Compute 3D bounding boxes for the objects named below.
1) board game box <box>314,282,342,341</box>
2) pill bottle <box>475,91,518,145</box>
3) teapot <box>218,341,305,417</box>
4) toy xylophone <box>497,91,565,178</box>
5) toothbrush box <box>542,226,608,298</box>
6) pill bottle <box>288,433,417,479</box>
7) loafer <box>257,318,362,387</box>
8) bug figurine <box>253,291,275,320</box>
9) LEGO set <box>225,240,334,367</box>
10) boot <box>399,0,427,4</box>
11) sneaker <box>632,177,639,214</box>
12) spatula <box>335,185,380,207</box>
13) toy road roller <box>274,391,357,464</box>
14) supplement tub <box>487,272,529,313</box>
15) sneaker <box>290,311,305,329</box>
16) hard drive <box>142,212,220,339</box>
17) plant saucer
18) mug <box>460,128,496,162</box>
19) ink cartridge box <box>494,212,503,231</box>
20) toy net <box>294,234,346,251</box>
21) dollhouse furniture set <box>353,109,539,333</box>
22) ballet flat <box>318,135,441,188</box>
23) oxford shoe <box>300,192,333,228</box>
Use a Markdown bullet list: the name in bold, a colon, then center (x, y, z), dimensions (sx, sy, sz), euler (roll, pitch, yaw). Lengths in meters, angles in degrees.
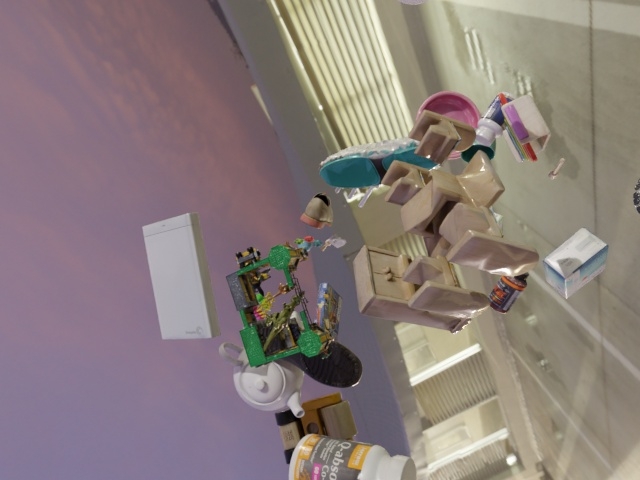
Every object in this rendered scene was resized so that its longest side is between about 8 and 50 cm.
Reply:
- **board game box**: center (0.032, 0.284, 1.680), dimensions (0.136, 0.035, 0.201), euler (49, -141, -43)
- **pill bottle**: center (0.603, -0.414, 1.495), dimensions (0.094, 0.169, 0.094), euler (34, -178, -1)
- **teapot**: center (-0.183, 0.442, 1.417), dimensions (0.187, 0.256, 0.252), euler (22, -121, -81)
- **toy xylophone**: center (0.581, -0.280, 1.209), dimensions (0.323, 0.081, 0.236), euler (15, -129, -62)
- **toothbrush box**: center (1.094, 0.104, 1.868), dimensions (0.126, 0.216, 0.295), euler (54, -172, 35)
- **pill bottle**: center (0.077, 0.567, 1.041), dimensions (0.162, 0.278, 0.162), euler (16, -108, -59)
- **loafer**: center (-0.036, 0.332, 1.353), dimensions (0.366, 0.134, 0.130), euler (24, -178, 11)
- **bug figurine**: center (-0.286, 0.229, 1.812), dimensions (0.216, 0.072, 0.279), euler (52, -171, -7)
- **LEGO set**: center (-0.091, 0.169, 1.139), dimensions (0.331, 0.255, 0.192), euler (62, -162, 12)
- **boot**: center (0.224, -0.526, 0.845), dimensions (0.190, 0.086, 0.069), euler (20, 169, 48)
- **sneaker**: center (0.908, -0.069, 1.148), dimensions (0.107, 0.110, 0.275), euler (-8, 79, 58)
- **spatula**: center (0.153, -0.239, 1.792), dimensions (0.168, 0.019, 0.242), euler (30, 146, -1)
- **toy road roller**: center (-0.009, 0.740, 1.754), dimensions (0.240, 0.329, 0.202), euler (30, -139, -70)
- **supplement tub**: center (0.790, 0.202, 1.823), dimensions (0.106, 0.198, 0.106), euler (19, -156, -9)
- **sneaker**: center (-0.118, 0.472, 2.323), dimensions (0.212, 0.080, 0.094), euler (62, -176, -46)
- **hard drive**: center (-0.415, 0.113, 1.280), dimensions (0.047, 0.233, 0.353), euler (-11, -89, -55)
- **plant saucer**: center (0.624, -0.561, 2.143), dimensions (0.332, 0.332, 0.084), euler (62, 176, -3)
- **mug**: center (0.611, -0.369, 1.703), dimensions (0.158, 0.129, 0.097), euler (134, 152, -65)
- **ink cartridge box**: center (0.614, -0.057, 1.677), dimensions (0.171, 0.056, 0.235), euler (29, 168, 31)
- **toy net**: center (0.000, 0.000, 2.005), dimensions (0.122, 0.232, 0.045), euler (69, -166, -50)
- **dollhouse furniture set**: center (0.270, 0.009, 0.921), dimensions (0.362, 0.256, 0.394), euler (-94, 24, -44)
- **ballet flat**: center (0.197, -0.252, 1.343), dimensions (0.147, 0.409, 0.147), euler (14, -106, -60)
- **oxford shoe**: center (0.012, -0.137, 1.862), dimensions (0.123, 0.130, 0.348), euler (26, -167, 1)
